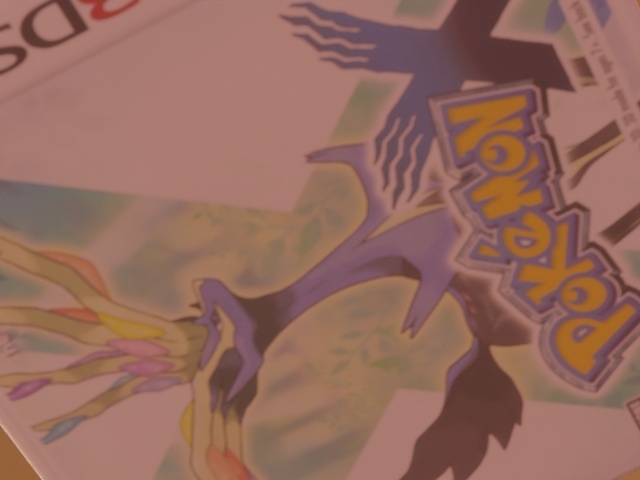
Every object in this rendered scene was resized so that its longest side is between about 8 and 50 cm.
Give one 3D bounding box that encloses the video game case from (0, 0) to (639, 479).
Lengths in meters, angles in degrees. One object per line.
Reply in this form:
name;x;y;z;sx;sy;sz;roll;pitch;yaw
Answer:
video game case;0.000;0.000;0.733;0.300;0.329;0.036;-27;-150;8
